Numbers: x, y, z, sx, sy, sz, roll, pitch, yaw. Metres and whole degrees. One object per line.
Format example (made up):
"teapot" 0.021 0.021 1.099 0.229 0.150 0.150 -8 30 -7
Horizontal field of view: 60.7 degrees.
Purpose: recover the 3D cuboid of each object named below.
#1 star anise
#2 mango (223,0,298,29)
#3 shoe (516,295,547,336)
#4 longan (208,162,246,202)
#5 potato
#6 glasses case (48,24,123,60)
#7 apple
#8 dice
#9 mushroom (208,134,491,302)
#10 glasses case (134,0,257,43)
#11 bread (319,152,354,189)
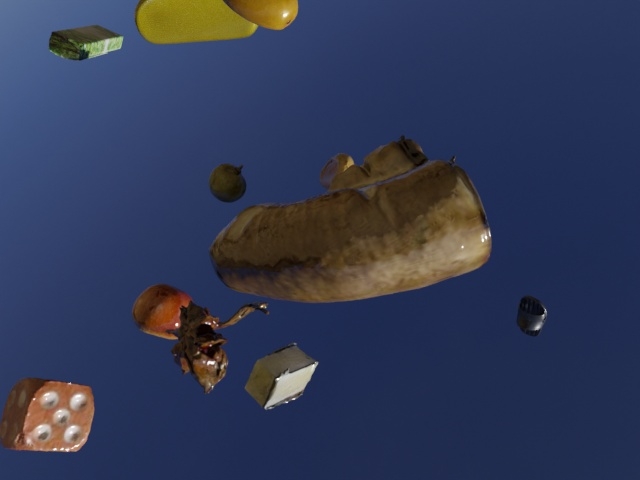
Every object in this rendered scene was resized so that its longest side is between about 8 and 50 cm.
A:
"star anise" -0.276 0.251 1.426 0.346 0.148 0.237 -38 -115 15
"mango" -0.127 -0.466 1.019 0.102 0.184 0.085 -61 -172 -16
"shoe" 0.488 0.193 1.275 0.062 0.159 0.053 23 -118 31
"longan" -0.165 -0.109 0.991 0.083 0.075 0.075 -48 -142 24
"potato" -0.065 0.226 0.916 0.061 0.122 0.086 33 -70 27
"glasses case" -0.700 -0.595 1.645 0.272 0.096 0.062 -75 -170 -64
"apple" -0.530 0.239 1.870 0.235 0.211 0.173 162 -53 -76
"dice" -0.708 0.451 1.415 0.174 0.175 0.179 -15 -115 42
"mushroom" 0.030 0.018 0.860 0.398 0.224 0.313 -23 -157 -4
"glasses case" -0.366 -0.698 1.631 0.372 0.173 0.141 -2 -138 6
"bread" 0.057 -0.210 1.701 0.189 0.078 0.114 168 -77 -71
